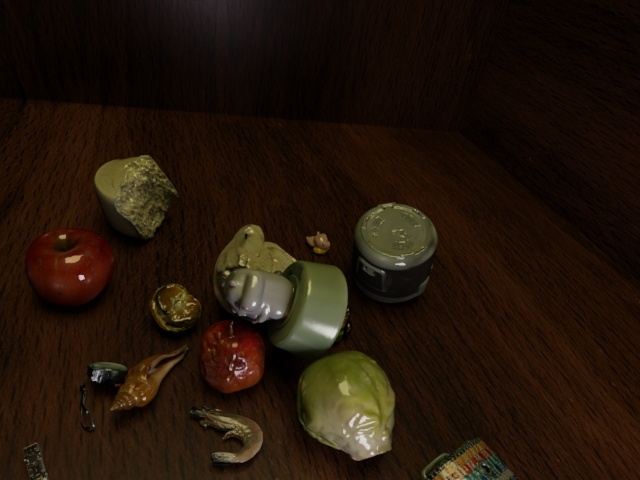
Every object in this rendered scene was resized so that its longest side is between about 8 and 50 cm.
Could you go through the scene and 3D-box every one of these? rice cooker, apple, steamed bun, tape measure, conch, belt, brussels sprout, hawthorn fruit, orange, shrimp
[{"bbox_3d":[0.274,0.058,1.857,0.336,0.325,0.335,0,51,0],"label":"rice cooker"},{"bbox_3d":[-0.804,0.085,1.529,0.261,0.216,0.260,9,36,-6],"label":"apple"},{"bbox_3d":[-0.739,-0.151,1.843,0.274,0.290,0.272,-2,39,9],"label":"steamed bun"},{"bbox_3d":[-0.590,0.419,1.290,0.107,0.104,0.179,20,62,-39],"label":"tape measure"},{"bbox_3d":[-0.479,0.375,1.342,0.093,0.109,0.330,-11,14,17],"label":"conch"},{"bbox_3d":[0.352,0.607,1.195,0.295,0.206,0.160,-16,46,-38],"label":"belt"},{"bbox_3d":[-0.243,0.133,1.644,0.394,0.237,0.346,17,39,-58],"label":"steamed bun"},{"bbox_3d":[0.066,0.446,1.317,0.274,0.242,0.316,27,33,-26],"label":"brussels sprout"},{"bbox_3d":[-0.258,0.308,1.377,0.208,0.243,0.207,3,38,-2],"label":"hawthorn fruit"},{"bbox_3d":[-0.471,0.226,1.538,0.160,0.112,0.169,8,57,-27],"label":"orange"},{"bbox_3d":[-0.263,0.514,1.256,0.220,0.046,0.152,19,31,7],"label":"shrimp"}]

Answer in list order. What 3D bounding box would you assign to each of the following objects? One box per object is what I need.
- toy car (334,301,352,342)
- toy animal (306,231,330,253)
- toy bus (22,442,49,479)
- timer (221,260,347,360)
[{"bbox_3d":[0.019,0.233,1.668,0.201,0.142,0.247,9,33,-6],"label":"toy car"},{"bbox_3d":[0.000,0.000,2.051,0.091,0.082,0.114,-11,41,-34],"label":"toy animal"},{"bbox_3d":[-0.649,0.529,1.093,0.037,0.052,0.131,-19,44,-32],"label":"toy bus"},{"bbox_3d":[-0.126,0.170,1.364,0.315,0.290,0.290,20,30,-25],"label":"timer"}]
